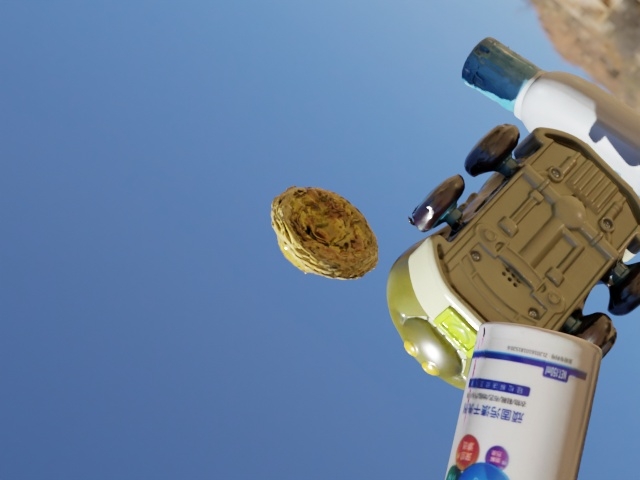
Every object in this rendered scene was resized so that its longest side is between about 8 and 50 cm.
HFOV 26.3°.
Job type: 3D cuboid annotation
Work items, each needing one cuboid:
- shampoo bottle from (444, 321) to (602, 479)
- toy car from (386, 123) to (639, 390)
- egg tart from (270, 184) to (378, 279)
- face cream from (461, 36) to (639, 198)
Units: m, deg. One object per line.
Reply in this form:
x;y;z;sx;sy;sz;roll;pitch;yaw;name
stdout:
0.120;0.212;0.946;0.092;0.303;0.092;14;170;3;shampoo bottle
0.162;0.036;1.240;0.204;0.198;0.248;45;-126;2;toy car
0.000;0.000;1.417;0.129;0.049;0.129;22;-141;-19;egg tart
0.302;-0.116;1.510;0.336;0.080;0.163;37;176;22;face cream
